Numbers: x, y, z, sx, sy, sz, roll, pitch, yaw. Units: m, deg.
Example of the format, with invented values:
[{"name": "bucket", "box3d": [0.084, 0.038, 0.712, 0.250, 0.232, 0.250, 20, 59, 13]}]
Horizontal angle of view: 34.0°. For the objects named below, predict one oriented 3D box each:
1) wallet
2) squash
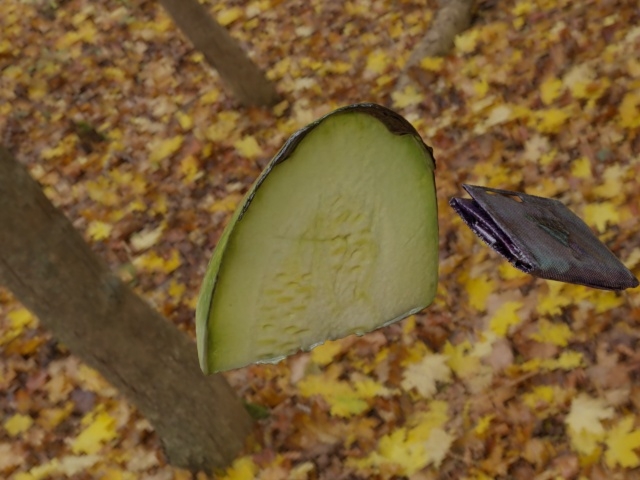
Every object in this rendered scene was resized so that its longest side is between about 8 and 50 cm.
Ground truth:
[{"name": "wallet", "box3d": [0.198, 0.002, 0.917, 0.030, 0.166, 0.111, -57, 48, 26]}, {"name": "squash", "box3d": [0.000, 0.000, 0.910, 0.237, 0.204, 0.155, -16, 2, -18]}]
